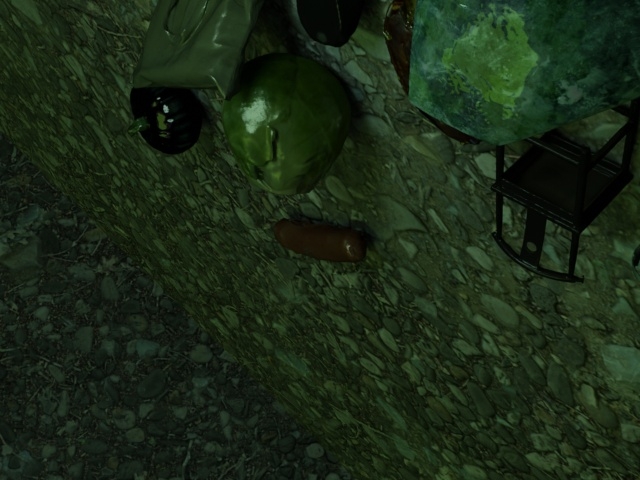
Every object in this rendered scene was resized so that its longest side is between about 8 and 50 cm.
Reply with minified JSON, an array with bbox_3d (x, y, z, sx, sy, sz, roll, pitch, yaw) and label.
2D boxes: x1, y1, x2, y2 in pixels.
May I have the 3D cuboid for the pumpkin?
[{"bbox_3d":[-0.351,-0.287,2.131,0.194,0.150,0.194,11,115,26],"label":"pumpkin"}]

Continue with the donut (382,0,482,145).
[{"bbox_3d":[0.190,-0.241,1.296,0.230,0.096,0.216,36,157,44],"label":"donut"}]

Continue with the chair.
[{"bbox_3d":[0.326,-0.083,1.274,0.155,0.141,0.260,33,151,31],"label":"chair"}]

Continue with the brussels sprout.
[{"bbox_3d":[-0.063,-0.206,1.648,0.244,0.244,0.244,38,155,21],"label":"brussels sprout"}]

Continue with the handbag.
[{"bbox_3d":[-0.208,-0.372,1.642,0.109,0.253,0.316,19,178,-39],"label":"handbag"}]

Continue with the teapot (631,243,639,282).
[{"bbox_3d":[0.526,0.061,1.172,0.294,0.129,0.193,25,148,41],"label":"teapot"}]

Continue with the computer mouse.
[{"bbox_3d":[0.015,-0.395,1.406,0.122,0.073,0.217,28,144,33],"label":"computer mouse"}]

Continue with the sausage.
[{"bbox_3d":[0.002,0.001,2.049,0.087,0.079,0.327,47,161,-28],"label":"sausage"}]

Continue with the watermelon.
[{"bbox_3d":[0.275,-0.260,1.049,0.387,0.258,0.228,-15,105,17],"label":"watermelon"}]
